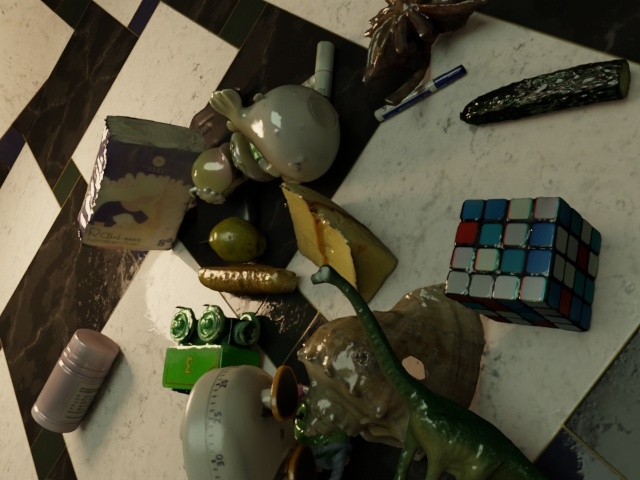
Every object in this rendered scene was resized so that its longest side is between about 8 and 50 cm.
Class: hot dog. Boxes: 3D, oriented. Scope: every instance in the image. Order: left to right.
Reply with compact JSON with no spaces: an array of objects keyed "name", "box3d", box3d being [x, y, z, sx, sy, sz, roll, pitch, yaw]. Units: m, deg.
[{"name":"hot dog","box3d":[-0.164,0.087,1.393,0.288,0.083,0.068,1,92,44]}]

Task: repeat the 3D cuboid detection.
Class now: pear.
[{"name":"pear","box3d":[-0.183,0.000,1.419,0.131,0.107,0.107,4,74,24]}]

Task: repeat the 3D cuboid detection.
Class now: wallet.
[{"name":"wallet","box3d":[-0.247,-0.181,1.576,0.197,0.051,0.378,-23,66,35]}]

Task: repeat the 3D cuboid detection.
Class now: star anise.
[{"name":"star anise","box3d":[0.191,-0.429,1.257,0.292,0.109,0.350,-42,37,32]}]

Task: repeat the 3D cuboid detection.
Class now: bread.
[{"name":"bread","box3d":[0.000,0.000,1.197,0.135,0.178,0.240,-55,46,9]}]

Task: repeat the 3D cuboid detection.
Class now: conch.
[{"name":"conch","box3d":[0.112,0.210,0.972,0.324,0.186,0.263,-42,92,16]}]

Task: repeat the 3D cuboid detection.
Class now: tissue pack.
[{"name":"tissue pack","box3d":[-0.443,-0.125,1.571,0.344,0.242,0.125,-61,40,34]}]

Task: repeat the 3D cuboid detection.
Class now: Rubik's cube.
[{"name":"Rubik's cube","box3d":[0.292,0.034,0.915,0.155,0.154,0.151,3,74,44]}]

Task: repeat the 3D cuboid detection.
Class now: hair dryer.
[{"name":"hair dryer","box3d":[-0.042,-0.366,1.502,0.183,0.044,0.155,-15,60,42]}]

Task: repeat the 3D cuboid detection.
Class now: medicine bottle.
[{"name":"medicine bottle","box3d":[-0.647,0.370,1.689,0.133,0.133,0.250,36,99,46]}]

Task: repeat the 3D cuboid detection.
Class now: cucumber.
[{"name":"cucumber","box3d":[0.349,-0.236,1.048,0.293,0.067,0.068,-4,69,44]}]

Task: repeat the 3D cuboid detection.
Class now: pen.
[{"name":"pen","box3d":[0.192,-0.286,1.250,0.204,0.025,0.025,-24,57,34]}]

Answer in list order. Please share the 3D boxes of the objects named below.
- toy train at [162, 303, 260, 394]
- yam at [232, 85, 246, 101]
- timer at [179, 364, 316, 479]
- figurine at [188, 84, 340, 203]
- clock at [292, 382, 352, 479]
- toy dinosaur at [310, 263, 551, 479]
[{"name":"toy train","box3d":[-0.230,0.236,1.353,0.243,0.132,0.188,-11,69,43]},{"name":"yam","box3d":[-0.273,-0.289,1.684,0.264,0.046,0.046,-55,44,10]},{"name":"timer","box3d":[-0.145,0.316,1.010,0.240,0.233,0.234,-12,62,16]},{"name":"figurine","box3d":[-0.156,-0.207,1.372,0.394,0.274,0.227,-24,37,35]},{"name":"clock","box3d":[-0.032,0.353,1.129,0.194,0.100,0.196,1,74,43]},{"name":"toy dinosaur","box3d":[0.186,0.211,0.837,0.446,0.087,0.301,9,93,8]}]
